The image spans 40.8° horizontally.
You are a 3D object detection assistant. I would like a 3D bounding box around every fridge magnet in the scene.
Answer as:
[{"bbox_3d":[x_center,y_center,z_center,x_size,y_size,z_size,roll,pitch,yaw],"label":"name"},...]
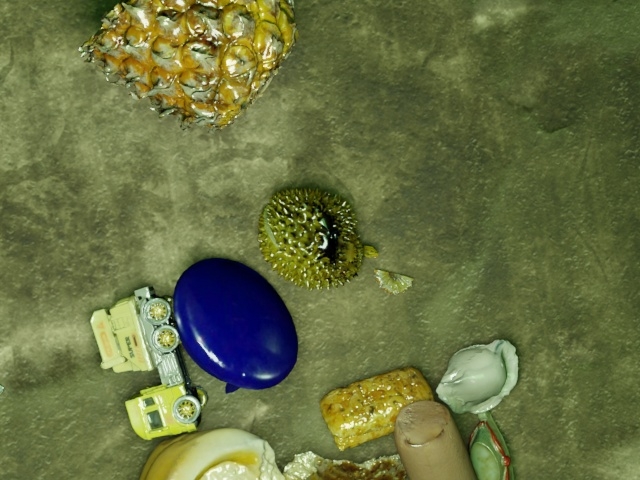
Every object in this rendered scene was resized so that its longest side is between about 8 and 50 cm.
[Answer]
[{"bbox_3d":[-0.154,0.151,1.550,0.265,0.265,0.112,47,123,-4],"label":"fridge magnet"}]

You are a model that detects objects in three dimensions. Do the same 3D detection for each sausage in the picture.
[{"bbox_3d":[0.211,0.397,1.579,0.123,0.123,0.253,-28,130,-7],"label":"sausage"}]

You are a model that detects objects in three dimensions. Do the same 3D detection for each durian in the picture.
[{"bbox_3d":[0.000,0.000,1.609,0.237,0.138,0.194,9,87,-8],"label":"durian"}]

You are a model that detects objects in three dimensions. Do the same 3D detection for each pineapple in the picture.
[{"bbox_3d":[-0.217,-0.354,1.495,0.300,0.352,0.352,41,84,-12],"label":"pineapple"},{"bbox_3d":[0.140,0.084,1.685,0.083,0.019,0.045,17,84,-10],"label":"pineapple"}]

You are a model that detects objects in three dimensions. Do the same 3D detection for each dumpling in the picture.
[{"bbox_3d":[0.305,0.270,1.667,0.188,0.108,0.127,-27,119,-21],"label":"dumpling"}]

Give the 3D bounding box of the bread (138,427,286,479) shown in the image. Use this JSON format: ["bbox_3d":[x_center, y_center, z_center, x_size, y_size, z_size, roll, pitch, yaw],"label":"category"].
[{"bbox_3d":[-0.166,0.538,1.523,0.328,0.245,0.424,-20,93,-19],"label":"bread"}]

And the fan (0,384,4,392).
[{"bbox_3d":[-0.741,0.190,1.567,0.223,0.012,0.294,-25,91,-7],"label":"fan"}]

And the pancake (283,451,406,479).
[{"bbox_3d":[0.073,0.467,1.613,0.244,0.057,0.266,-30,116,-12],"label":"pancake"}]

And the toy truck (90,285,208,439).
[{"bbox_3d":[-0.314,0.226,1.568,0.157,0.124,0.272,-17,90,-1],"label":"toy truck"}]

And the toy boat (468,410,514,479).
[{"bbox_3d":[0.333,0.427,1.679,0.089,0.071,0.185,-16,91,34],"label":"toy boat"}]

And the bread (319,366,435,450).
[{"bbox_3d":[0.108,0.314,1.629,0.210,0.083,0.114,-19,47,-7],"label":"bread"}]
